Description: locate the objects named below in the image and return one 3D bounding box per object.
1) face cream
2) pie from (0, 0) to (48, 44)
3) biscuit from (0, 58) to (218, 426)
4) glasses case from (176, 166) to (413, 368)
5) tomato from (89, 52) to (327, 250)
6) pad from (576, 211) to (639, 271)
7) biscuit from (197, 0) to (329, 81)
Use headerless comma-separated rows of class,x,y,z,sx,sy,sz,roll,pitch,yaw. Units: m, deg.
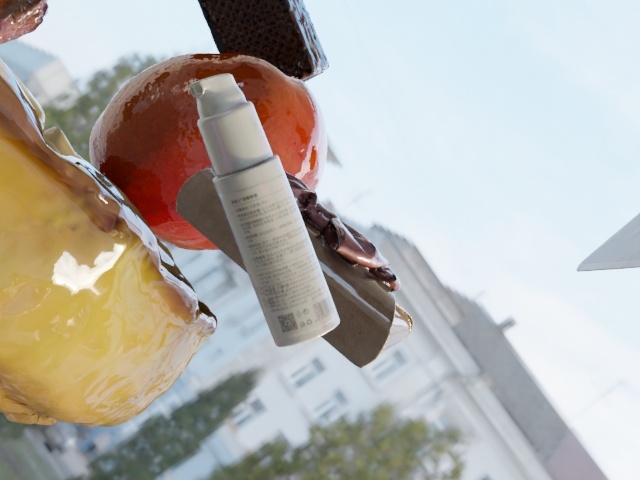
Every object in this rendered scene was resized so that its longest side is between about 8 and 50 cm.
face cream,-0.028,-0.016,0.628,0.130,0.034,0.034,69,-14,-10
pie,-0.344,-0.299,1.325,0.054,0.204,0.218,158,-65,-64
biscuit,-0.162,-0.047,0.492,0.296,0.102,0.296,46,-6,7
glasses case,0.000,0.000,1.000,0.193,0.070,0.102,40,27,16
tomato,-0.112,-0.085,1.430,0.260,0.260,0.180,104,-19,-74
pad,0.409,-0.020,1.599,0.002,0.176,0.266,52,-11,-5
biscuit,-0.111,-0.356,1.585,0.388,0.107,0.073,67,21,-6
